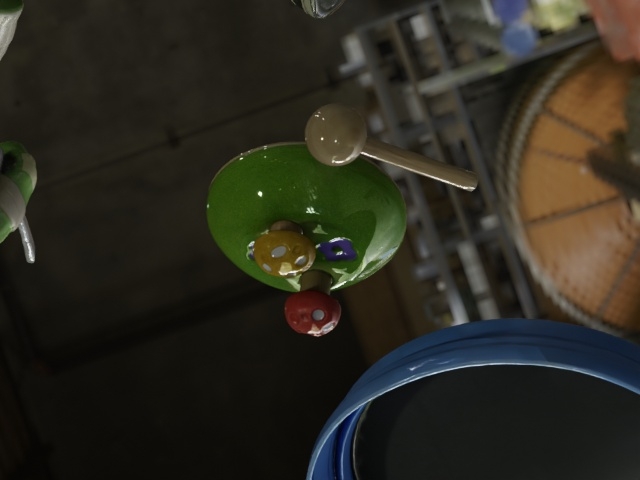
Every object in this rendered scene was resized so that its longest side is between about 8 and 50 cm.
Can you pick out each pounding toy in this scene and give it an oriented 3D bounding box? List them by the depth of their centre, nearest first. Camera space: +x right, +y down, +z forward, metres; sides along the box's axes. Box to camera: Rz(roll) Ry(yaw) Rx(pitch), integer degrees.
[{"bbox_3d":[0.000,0.000,1.473,0.183,0.237,0.110,28,-133,-26],"label":"pounding toy"}]

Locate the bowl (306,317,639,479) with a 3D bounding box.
[{"bbox_3d":[0.183,0.227,1.476,0.077,0.391,0.391,-74,-31,-51],"label":"bowl"}]

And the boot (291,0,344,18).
[{"bbox_3d":[-0.055,-0.284,1.194,0.178,0.085,0.236,22,138,29],"label":"boot"}]

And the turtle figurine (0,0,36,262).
[{"bbox_3d":[-0.274,-0.052,1.000,0.275,0.197,0.266,-76,3,-61],"label":"turtle figurine"}]
